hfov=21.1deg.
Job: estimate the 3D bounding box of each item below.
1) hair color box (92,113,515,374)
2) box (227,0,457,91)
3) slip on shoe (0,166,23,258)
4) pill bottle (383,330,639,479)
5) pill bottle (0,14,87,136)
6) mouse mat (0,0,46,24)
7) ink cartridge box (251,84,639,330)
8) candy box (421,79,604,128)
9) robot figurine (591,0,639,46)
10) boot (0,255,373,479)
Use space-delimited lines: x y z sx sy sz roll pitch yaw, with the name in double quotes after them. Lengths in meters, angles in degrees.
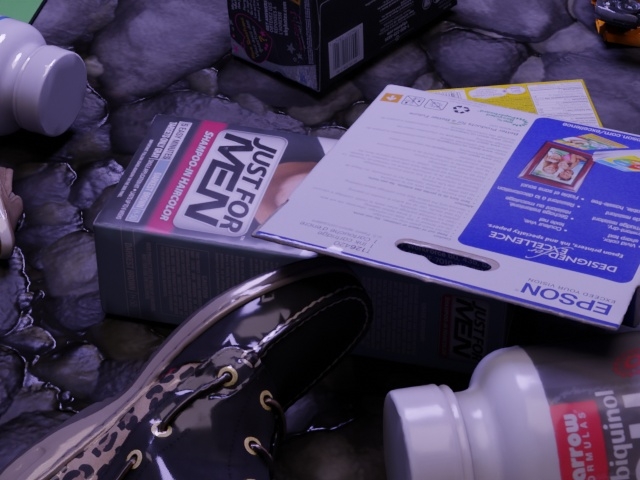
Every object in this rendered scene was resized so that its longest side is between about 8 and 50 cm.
0.000 0.000 1.584 0.374 0.114 0.185 9 39 10 "hair color box"
0.024 -0.300 1.910 0.142 0.163 0.247 27 46 34 "box"
-0.309 -0.030 1.677 0.041 0.051 0.135 -3 32 -21 "slip on shoe"
0.215 0.162 1.336 0.318 0.176 0.176 -7 40 -8 "pill bottle"
-0.362 -0.180 1.796 0.221 0.124 0.124 19 43 21 "pill bottle"
-0.424 -0.259 1.985 0.189 0.007 0.153 9 40 9 "mouse mat"
0.139 -0.018 1.442 0.303 0.072 0.307 15 36 18 "ink cartridge box"
0.187 -0.125 1.801 0.206 0.027 0.105 -4 42 -4 "candy box"
0.429 -0.280 1.945 0.291 0.085 0.211 1 39 0 "robot figurine"
-0.047 0.196 1.310 0.377 0.138 0.284 -34 50 -21 "boot"
